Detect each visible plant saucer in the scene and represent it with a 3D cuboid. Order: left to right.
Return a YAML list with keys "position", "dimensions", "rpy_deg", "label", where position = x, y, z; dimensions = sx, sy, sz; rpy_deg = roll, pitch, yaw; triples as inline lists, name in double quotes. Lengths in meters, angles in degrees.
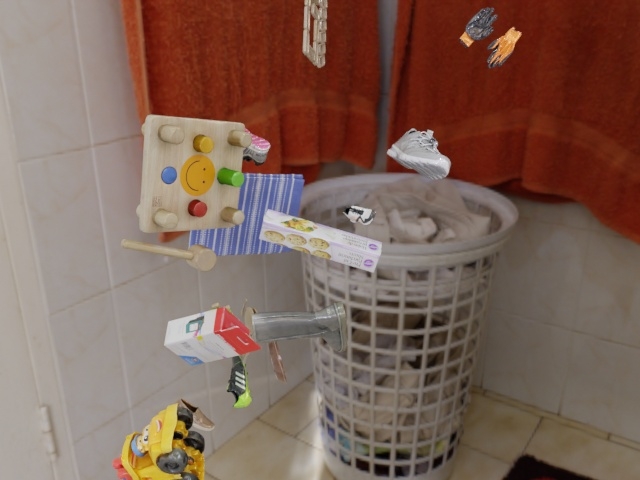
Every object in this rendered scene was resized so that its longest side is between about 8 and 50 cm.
- position: [-0.144, 0.383, 1.967]
  dimensions: [0.029, 0.168, 0.168]
  rpy_deg: [-16, 23, -3]
  label: "plant saucer"

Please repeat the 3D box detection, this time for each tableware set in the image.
- position: [-0.220, 0.284, 1.908]
  dimensions: [0.039, 0.194, 0.128]
  rpy_deg: [-3, 47, -27]
  label: "tableware set"

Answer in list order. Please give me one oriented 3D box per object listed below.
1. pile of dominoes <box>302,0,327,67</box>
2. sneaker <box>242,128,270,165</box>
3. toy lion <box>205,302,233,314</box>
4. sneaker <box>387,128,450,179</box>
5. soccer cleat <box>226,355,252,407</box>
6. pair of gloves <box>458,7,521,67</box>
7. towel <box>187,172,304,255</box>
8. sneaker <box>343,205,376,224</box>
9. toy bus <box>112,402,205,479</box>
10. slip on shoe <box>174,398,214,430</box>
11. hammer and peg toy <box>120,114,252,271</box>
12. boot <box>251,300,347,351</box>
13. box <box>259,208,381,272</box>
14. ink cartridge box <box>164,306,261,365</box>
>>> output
- position: [-0.026, -0.579, 1.580]
  dimensions: [0.040, 0.251, 0.196]
  rpy_deg: [2, -2, 15]
  label: "pile of dominoes"
- position: [-0.204, -0.252, 1.641]
  dimensions: [0.170, 0.075, 0.063]
  rpy_deg: [31, 38, 31]
  label: "sneaker"
- position: [-0.311, 0.222, 1.773]
  dimensions: [0.096, 0.034, 0.100]
  rpy_deg: [-31, 21, -34]
  label: "toy lion"
- position: [0.267, -0.245, 1.620]
  dimensions: [0.105, 0.115, 0.281]
  rpy_deg: [29, 7, -26]
  label: "sneaker"
- position: [-0.272, 0.453, 1.974]
  dimensions: [0.072, 0.179, 0.060]
  rpy_deg: [-8, -19, -23]
  label: "soccer cleat"
- position: [0.262, -0.313, 0.941]
  dimensions: [0.083, 0.074, 0.010]
  rpy_deg: [38, -2, -7]
  label: "pair of gloves"
- position: [-0.205, -0.076, 1.714]
  dimensions: [0.336, 0.243, 0.040]
  rpy_deg: [-2, 21, -33]
  label: "towel"
- position: [0.096, -0.066, 1.528]
  dimensions: [0.043, 0.040, 0.109]
  rpy_deg: [35, -17, -29]
  label: "sneaker"
- position: [-0.389, 0.503, 1.415]
  dimensions: [0.211, 0.220, 0.149]
  rpy_deg: [-8, 35, 3]
  label: "toy bus"
- position: [-0.357, 0.497, 1.739]
  dimensions: [0.135, 0.041, 0.051]
  rpy_deg: [34, 10, -8]
  label: "slip on shoe"
- position: [-0.293, -0.094, 1.376]
  dimensions: [0.127, 0.361, 0.266]
  rpy_deg: [18, 16, 42]
  label: "hammer and peg toy"
- position: [-0.047, 0.210, 1.384]
  dimensions: [0.208, 0.190, 0.076]
  rpy_deg: [-14, 47, -7]
  label: "boot"
- position: [0.000, 0.000, 1.621]
  dimensions: [0.324, 0.067, 0.063]
  rpy_deg: [17, 37, -2]
  label: "box"
- position: [-0.285, 0.256, 1.642]
  dimensions: [0.231, 0.134, 0.078]
  rpy_deg: [-16, 48, 20]
  label: "ink cartridge box"
